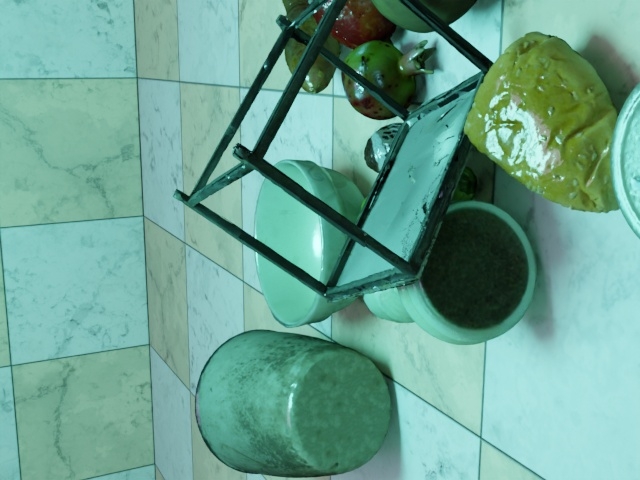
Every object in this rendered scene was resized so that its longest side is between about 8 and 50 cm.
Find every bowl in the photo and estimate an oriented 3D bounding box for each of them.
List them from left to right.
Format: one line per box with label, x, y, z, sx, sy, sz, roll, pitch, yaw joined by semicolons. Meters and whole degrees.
bowl;0.000;0.000;1.501;0.307;0.163;0.307;22;114;62

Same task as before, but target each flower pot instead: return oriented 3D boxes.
flower pot;-0.039;0.312;1.541;0.330;0.293;0.294;-12;85;56

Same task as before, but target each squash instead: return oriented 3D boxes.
squash;0.150;-0.058;1.275;0.292;0.082;0.082;-13;84;63

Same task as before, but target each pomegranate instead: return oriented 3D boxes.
pomegranate;0.111;-0.254;1.291;0.159;0.129;0.129;5;102;24

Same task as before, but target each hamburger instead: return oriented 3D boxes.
hamburger;0.273;-0.130;0.940;0.155;0.135;0.208;102;154;-42

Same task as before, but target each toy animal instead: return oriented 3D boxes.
toy animal;0.129;-0.146;1.288;0.137;0.098;0.098;-23;75;56

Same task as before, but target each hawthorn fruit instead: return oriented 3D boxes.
hawthorn fruit;0.070;-0.381;1.329;0.172;0.148;0.148;51;148;4

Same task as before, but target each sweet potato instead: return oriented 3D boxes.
sweet potato;-0.028;-0.412;1.546;0.109;0.109;0.385;114;153;-46

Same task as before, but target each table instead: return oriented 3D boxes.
table;0.025;-0.140;1.067;0.222;0.272;0.335;-22;38;59

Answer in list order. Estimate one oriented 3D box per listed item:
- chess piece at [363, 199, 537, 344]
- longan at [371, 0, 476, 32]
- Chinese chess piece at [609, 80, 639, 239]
chess piece;0.162;0.057;1.187;0.299;0.194;0.195;154;108;-72
longan;0.146;-0.395;1.091;0.220;0.196;0.197;115;141;-53
Chinese chess piece;0.388;-0.082;0.778;0.237;0.092;0.238;19;112;62
